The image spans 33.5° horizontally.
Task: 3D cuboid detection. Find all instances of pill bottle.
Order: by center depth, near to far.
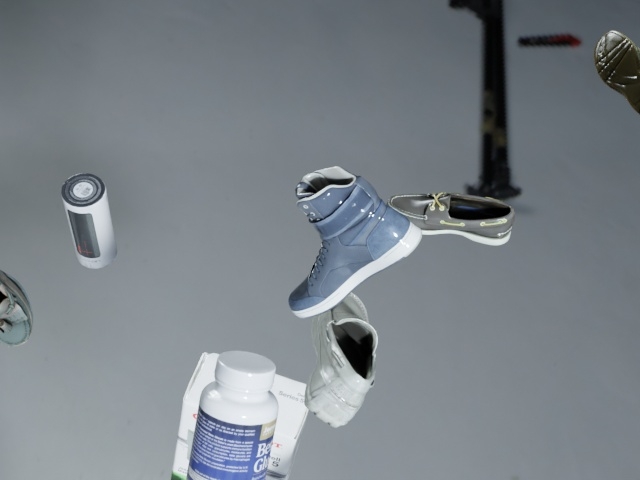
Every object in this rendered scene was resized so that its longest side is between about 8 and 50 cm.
[{"bbox_3d":[-0.100,0.220,1.246,0.094,0.169,0.094,10,15,-3],"label":"pill bottle"}]

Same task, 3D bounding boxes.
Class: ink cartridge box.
[{"bbox_3d":[-0.138,0.339,1.811,0.198,0.273,0.115,18,45,4],"label":"ink cartridge box"}]

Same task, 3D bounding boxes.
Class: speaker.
[{"bbox_3d":[-0.292,-0.023,1.348,0.055,0.136,0.055,2,55,-3],"label":"speaker"}]

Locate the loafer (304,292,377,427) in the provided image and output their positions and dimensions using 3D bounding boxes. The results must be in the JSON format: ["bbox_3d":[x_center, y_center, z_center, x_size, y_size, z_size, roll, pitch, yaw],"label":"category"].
[{"bbox_3d":[0.047,0.165,1.671,0.112,0.111,0.319,36,24,-15],"label":"loafer"}]

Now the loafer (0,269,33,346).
[{"bbox_3d":[-0.483,0.071,1.488,0.096,0.267,0.084,-22,43,-2],"label":"loafer"}]

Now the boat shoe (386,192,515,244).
[{"bbox_3d":[0.225,-0.052,1.858,0.227,0.069,0.081,10,47,3],"label":"boat shoe"}]

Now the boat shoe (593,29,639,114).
[{"bbox_3d":[0.379,-0.192,1.269,0.048,0.056,0.153,18,31,-39],"label":"boat shoe"}]

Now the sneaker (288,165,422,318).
[{"bbox_3d":[0.001,-0.001,1.436,0.163,0.226,0.086,41,30,-20],"label":"sneaker"}]
